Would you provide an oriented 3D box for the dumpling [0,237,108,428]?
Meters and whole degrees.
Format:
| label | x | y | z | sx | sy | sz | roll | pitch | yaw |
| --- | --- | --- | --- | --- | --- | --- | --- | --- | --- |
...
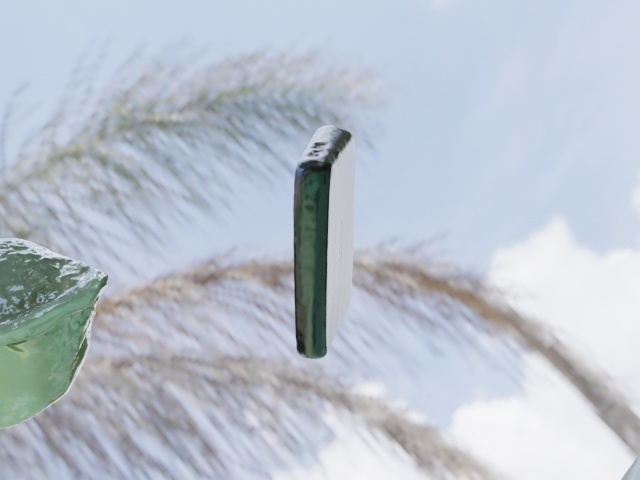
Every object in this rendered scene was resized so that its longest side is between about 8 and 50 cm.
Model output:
| label | x | y | z | sx | sy | sz | roll | pitch | yaw |
| --- | --- | --- | --- | --- | --- | --- | --- | --- | --- |
| dumpling | -0.241 | 0.073 | 1.234 | 0.166 | 0.216 | 0.126 | -26 | -65 | -43 |

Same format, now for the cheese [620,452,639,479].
| label | x | y | z | sx | sy | sz | roll | pitch | yaw |
| --- | --- | --- | --- | --- | --- | --- | --- | --- | --- |
| cheese | 0.188 | 0.110 | 0.379 | 0.351 | 0.328 | 0.129 | -35 | -65 | -12 |

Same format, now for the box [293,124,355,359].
| label | x | y | z | sx | sy | sz | roll | pitch | yaw |
| --- | --- | --- | --- | --- | --- | --- | --- | --- | --- |
| box | 0.000 | 0.000 | 1.105 | 0.125 | 0.027 | 0.126 | -60 | -28 | -73 |
